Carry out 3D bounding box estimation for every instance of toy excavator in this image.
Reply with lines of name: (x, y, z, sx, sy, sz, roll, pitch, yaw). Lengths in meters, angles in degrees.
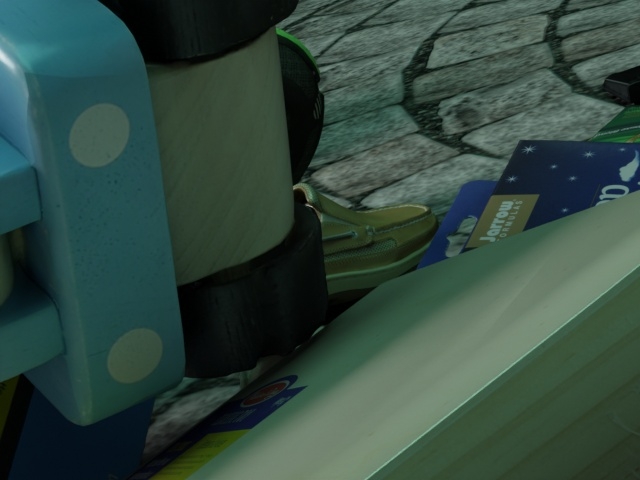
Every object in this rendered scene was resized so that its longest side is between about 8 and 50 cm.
toy excavator: (-0.194, 0.007, 0.738, 0.445, 0.222, 0.433, -23, 37, -25)

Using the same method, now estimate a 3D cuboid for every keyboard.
keyboard: (0.321, -0.144, 1.428, 0.180, 0.023, 0.108, -20, 11, -4)

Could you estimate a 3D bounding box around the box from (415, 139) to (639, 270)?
box: (0.169, -0.009, 1.028, 0.225, 0.036, 0.136, 2, 33, 22)

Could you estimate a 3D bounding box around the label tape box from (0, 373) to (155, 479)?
label tape box: (-0.249, 0.020, 0.967, 0.106, 0.334, 0.240, -37, 30, 39)

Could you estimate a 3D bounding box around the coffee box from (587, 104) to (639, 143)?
coffee box: (0.216, -0.044, 1.182, 0.113, 0.040, 0.184, -2, 23, 38)

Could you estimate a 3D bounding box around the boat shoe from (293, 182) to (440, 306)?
boat shoe: (0.000, 0.000, 1.074, 0.068, 0.072, 0.190, 0, 17, 45)

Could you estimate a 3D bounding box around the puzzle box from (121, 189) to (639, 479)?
puzzle box: (-0.003, 0.088, 0.665, 0.272, 0.052, 0.409, -37, 3, -17)

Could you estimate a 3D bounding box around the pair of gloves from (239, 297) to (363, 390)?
pair of gloves: (0.025, 0.072, 1.009, 0.204, 0.042, 0.240, -11, 19, 21)

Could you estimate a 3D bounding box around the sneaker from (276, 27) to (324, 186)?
sneaker: (-0.189, 0.020, 1.203, 0.483, 0.185, 0.202, -32, 27, -13)
